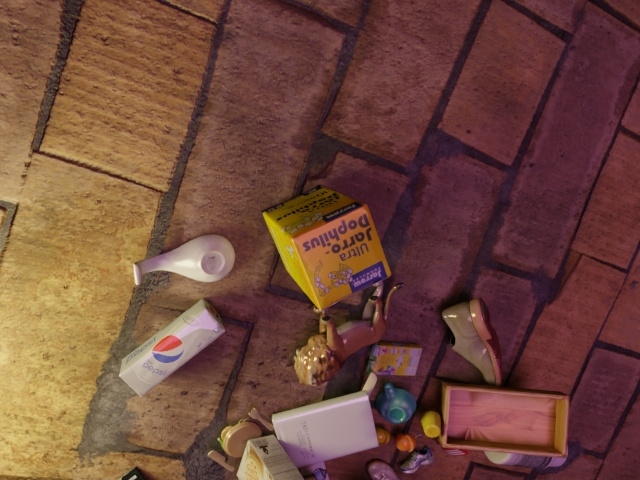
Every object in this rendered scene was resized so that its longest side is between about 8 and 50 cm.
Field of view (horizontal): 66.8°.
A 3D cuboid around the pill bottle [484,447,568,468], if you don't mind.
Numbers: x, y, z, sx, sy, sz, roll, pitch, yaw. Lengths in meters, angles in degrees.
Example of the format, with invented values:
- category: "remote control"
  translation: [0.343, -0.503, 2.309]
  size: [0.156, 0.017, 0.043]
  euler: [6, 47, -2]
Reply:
- category: "pill bottle"
  translation: [0.752, 0.749, 1.786]
  size: [0.283, 0.161, 0.161]
  euler: [16, 98, -20]

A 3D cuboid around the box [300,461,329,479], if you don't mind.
- category: "box"
  translation: [-0.017, 0.784, 1.620]
  size: [0.081, 0.028, 0.136]
  euler: [-18, 111, -13]

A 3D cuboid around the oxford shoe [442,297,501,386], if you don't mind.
- category: "oxford shoe"
  translation: [0.525, 0.352, 1.655]
  size: [0.146, 0.140, 0.397]
  euler: [-13, 120, 24]

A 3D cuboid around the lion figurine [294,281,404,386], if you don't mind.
- category: "lion figurine"
  translation: [0.096, 0.284, 1.476]
  size: [0.392, 0.142, 0.240]
  euler: [-18, 115, -17]

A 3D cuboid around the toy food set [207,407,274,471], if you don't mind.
- category: "toy food set"
  translation: [-0.245, 0.609, 1.502]
  size: [0.192, 0.038, 0.132]
  euler: [-43, 119, -10]

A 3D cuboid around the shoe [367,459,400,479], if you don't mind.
- category: "shoe"
  translation: [0.243, 0.847, 1.701]
  size: [0.076, 0.058, 0.219]
  euler: [-43, 112, -4]

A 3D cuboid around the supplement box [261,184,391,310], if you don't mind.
- category: "supplement box"
  translation: [0.000, 0.000, 1.254]
  size: [0.194, 0.356, 0.195]
  euler: [-26, 110, -11]

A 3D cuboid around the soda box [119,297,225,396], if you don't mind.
- category: "soda box"
  translation: [-0.404, 0.289, 1.335]
  size: [0.286, 0.098, 0.091]
  euler: [-37, 111, -5]

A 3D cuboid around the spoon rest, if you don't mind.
- category: "spoon rest"
  translation: [-0.364, 0.058, 1.312]
  size: [0.276, 0.084, 0.137]
  euler: [-8, 107, -30]

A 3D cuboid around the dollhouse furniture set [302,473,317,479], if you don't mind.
- category: "dollhouse furniture set"
  translation: [0.131, 0.801, 1.520]
  size: [0.355, 0.303, 0.174]
  euler: [-10, 75, -9]

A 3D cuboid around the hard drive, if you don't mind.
- category: "hard drive"
  translation: [0.019, 0.608, 1.552]
  size: [0.307, 0.040, 0.203]
  euler: [-14, 107, -4]

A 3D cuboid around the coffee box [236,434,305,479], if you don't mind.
- category: "coffee box"
  translation: [-0.137, 0.718, 1.431]
  size: [0.098, 0.246, 0.141]
  euler: [5, 110, -38]

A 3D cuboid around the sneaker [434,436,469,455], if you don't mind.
- category: "sneaker"
  translation: [0.527, 0.688, 1.753]
  size: [0.221, 0.087, 0.128]
  euler: [-33, 120, 5]

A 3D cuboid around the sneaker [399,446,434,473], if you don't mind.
- category: "sneaker"
  translation: [0.336, 0.775, 1.724]
  size: [0.135, 0.052, 0.058]
  euler: [-17, 98, -21]

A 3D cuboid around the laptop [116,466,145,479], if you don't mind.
- category: "laptop"
  translation: [-0.560, 0.847, 1.467]
  size: [0.234, 0.136, 0.264]
  euler: [-36, 137, -6]

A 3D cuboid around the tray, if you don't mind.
- category: "tray"
  translation: [0.615, 0.601, 1.640]
  size: [0.410, 0.076, 0.203]
  euler: [5, 87, 1]

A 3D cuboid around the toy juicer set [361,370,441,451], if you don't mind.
- category: "toy juicer set"
  translation: [0.227, 0.577, 1.628]
  size: [0.329, 0.089, 0.209]
  euler: [39, 110, -10]

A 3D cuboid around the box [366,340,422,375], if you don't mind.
- category: "box"
  translation: [0.237, 0.388, 1.596]
  size: [0.179, 0.043, 0.105]
  euler: [8, 101, -22]
